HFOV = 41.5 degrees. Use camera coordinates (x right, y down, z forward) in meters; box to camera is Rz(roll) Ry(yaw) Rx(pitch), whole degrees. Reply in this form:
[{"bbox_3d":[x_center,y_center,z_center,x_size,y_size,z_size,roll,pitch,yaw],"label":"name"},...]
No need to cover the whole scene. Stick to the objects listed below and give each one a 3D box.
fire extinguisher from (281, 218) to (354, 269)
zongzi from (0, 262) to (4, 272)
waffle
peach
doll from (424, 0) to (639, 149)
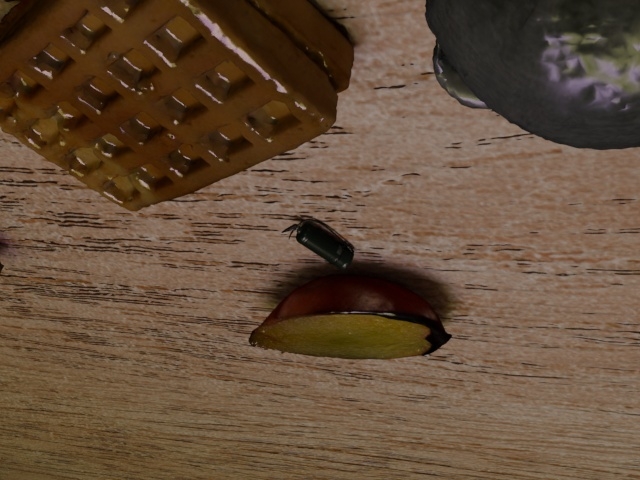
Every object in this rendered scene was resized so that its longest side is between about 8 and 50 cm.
[{"bbox_3d":[0.000,0.000,0.931,0.083,0.025,0.038,32,109,-23],"label":"fire extinguisher"},{"bbox_3d":[-0.532,-0.025,1.062,0.274,0.145,0.300,23,143,-16],"label":"zongzi"},{"bbox_3d":[-0.152,-0.138,0.715,0.328,0.098,0.224,-18,132,44],"label":"waffle"},{"bbox_3d":[0.029,0.096,1.030,0.279,0.068,0.189,-6,150,31],"label":"peach"},{"bbox_3d":[0.142,-0.180,0.323,0.246,0.158,0.340,21,140,28],"label":"doll"}]
